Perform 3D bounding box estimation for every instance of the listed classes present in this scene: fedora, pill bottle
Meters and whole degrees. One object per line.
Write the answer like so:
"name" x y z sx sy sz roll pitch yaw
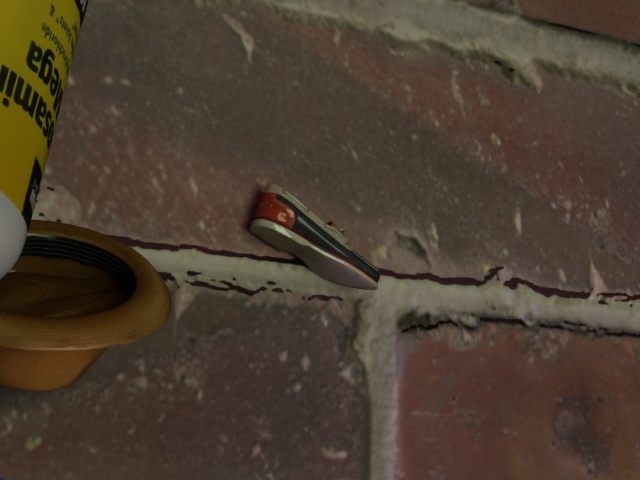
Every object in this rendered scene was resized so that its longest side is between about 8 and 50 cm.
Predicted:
"fedora" -0.207 0.055 1.417 0.194 0.194 0.079 -13 129 -41
"pill bottle" -0.275 -0.082 1.309 0.188 0.188 0.334 29 59 -34

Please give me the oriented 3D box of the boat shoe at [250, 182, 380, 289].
"boat shoe" 0.000 0.000 1.649 0.137 0.049 0.043 31 63 -28

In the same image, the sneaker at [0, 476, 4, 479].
"sneaker" -0.278 0.166 1.372 0.082 0.069 0.209 -30 103 -35
